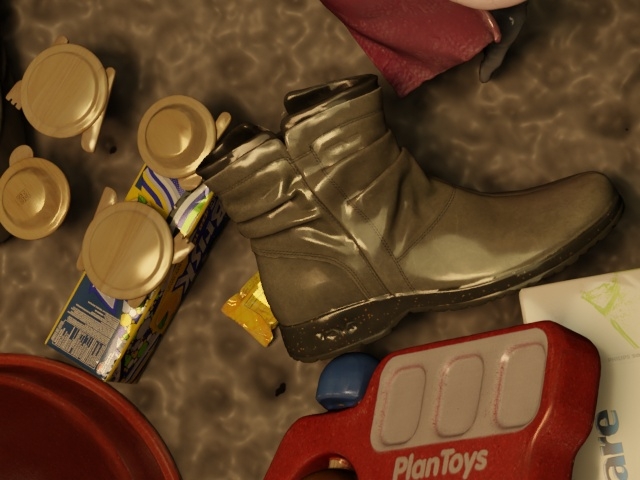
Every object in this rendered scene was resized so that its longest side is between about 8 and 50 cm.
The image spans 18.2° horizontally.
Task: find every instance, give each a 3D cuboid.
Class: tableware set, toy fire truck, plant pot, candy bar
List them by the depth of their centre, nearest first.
[{"bbox_3d":[0.044,0.184,1.214,0.169,0.302,0.254,24,68,-29],"label":"toy fire truck"},{"bbox_3d":[-0.242,0.203,1.245,0.272,0.265,0.272,-1,85,11],"label":"plant pot"},{"bbox_3d":[-0.145,-0.046,1.313,0.168,0.020,0.141,26,93,19],"label":"tableware set"},{"bbox_3d":[0.000,0.000,1.337,0.040,0.018,0.161,42,94,8],"label":"candy bar"}]

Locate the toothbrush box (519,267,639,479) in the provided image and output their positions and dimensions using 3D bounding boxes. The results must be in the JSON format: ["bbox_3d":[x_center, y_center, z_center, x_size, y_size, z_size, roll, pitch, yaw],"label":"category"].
[{"bbox_3d":[0.281,0.108,1.221,0.283,0.122,0.206,-10,84,12],"label":"toothbrush box"}]

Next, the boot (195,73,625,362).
[{"bbox_3d":[0.056,-0.034,1.263,0.246,0.083,0.161,-21,105,5],"label":"boot"}]

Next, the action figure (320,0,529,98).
[{"bbox_3d":[-0.020,-0.238,1.244,0.370,0.276,0.248,33,99,-2],"label":"action figure"}]

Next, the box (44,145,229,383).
[{"bbox_3d":[-0.114,0.011,1.337,0.054,0.059,0.169,31,92,15],"label":"box"}]

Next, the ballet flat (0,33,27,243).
[{"bbox_3d":[-0.263,-0.132,1.360,0.095,0.096,0.280,-10,84,12],"label":"ballet flat"}]
